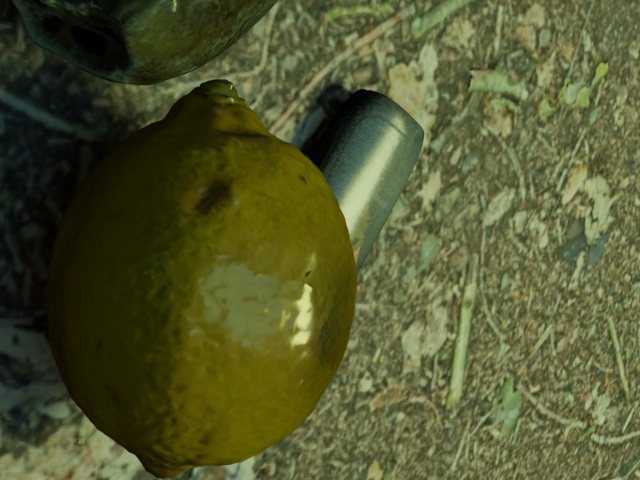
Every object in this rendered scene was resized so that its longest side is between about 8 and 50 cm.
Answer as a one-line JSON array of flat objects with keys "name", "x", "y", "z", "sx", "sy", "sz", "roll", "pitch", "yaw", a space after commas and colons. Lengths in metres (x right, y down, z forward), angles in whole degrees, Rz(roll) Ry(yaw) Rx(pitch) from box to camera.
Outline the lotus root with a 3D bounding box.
[{"name": "lotus root", "x": -0.057, "y": -0.227, "z": 0.613, "sx": 0.158, "sy": 0.140, "sz": 0.322, "roll": 44, "pitch": 65, "yaw": -17}]

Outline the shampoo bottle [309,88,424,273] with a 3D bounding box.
[{"name": "shampoo bottle", "x": 0.000, "y": 0.000, "z": 0.795, "sx": 0.087, "sy": 0.049, "sz": 0.234, "roll": 37, "pitch": 78, "yaw": -41}]

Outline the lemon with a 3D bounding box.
[{"name": "lemon", "x": -0.074, "y": 0.030, "z": 0.642, "sx": 0.188, "sy": 0.188, "sz": 0.257, "roll": -4, "pitch": 109, "yaw": -42}]
